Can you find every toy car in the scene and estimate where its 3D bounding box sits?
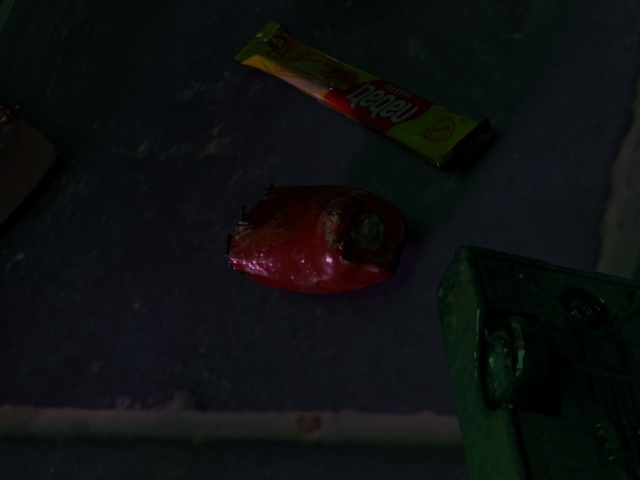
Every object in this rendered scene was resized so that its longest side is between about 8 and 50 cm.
[{"bbox_3d":[0.142,0.144,0.753,0.097,0.141,0.320,122,151,-42],"label":"toy car"}]

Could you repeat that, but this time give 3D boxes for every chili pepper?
[{"bbox_3d":[0.000,0.000,1.052,0.123,0.073,0.070,2,106,49],"label":"chili pepper"}]

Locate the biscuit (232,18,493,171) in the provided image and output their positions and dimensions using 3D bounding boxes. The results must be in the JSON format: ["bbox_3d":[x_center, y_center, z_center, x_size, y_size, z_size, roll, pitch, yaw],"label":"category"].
[{"bbox_3d":[0.023,-0.107,1.144,0.048,0.026,0.292,-39,36,-14],"label":"biscuit"}]

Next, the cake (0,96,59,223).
[{"bbox_3d":[-0.321,-0.086,1.427,0.116,0.086,0.220,-52,39,-3],"label":"cake"}]
